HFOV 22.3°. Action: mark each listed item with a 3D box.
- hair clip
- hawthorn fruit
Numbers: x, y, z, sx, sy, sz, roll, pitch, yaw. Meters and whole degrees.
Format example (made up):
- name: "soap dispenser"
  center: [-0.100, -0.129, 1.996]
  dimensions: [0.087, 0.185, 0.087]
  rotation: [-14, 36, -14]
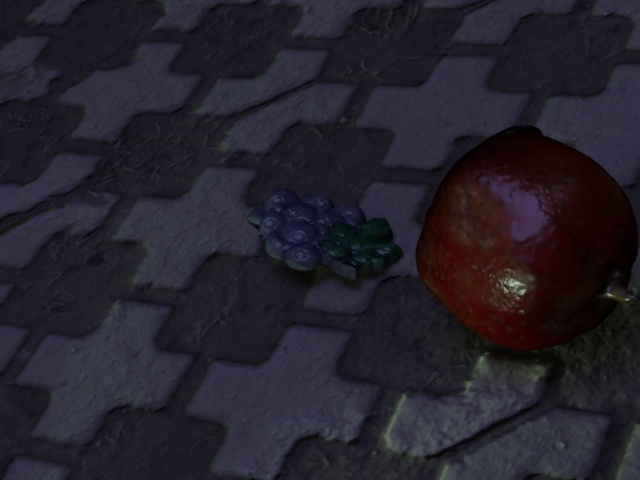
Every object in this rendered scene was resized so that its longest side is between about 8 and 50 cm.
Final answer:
- name: "hair clip"
  center: [0.001, 0.001, 1.858]
  dimensions: [0.195, 0.052, 0.124]
  rotation: [16, 47, 27]
- name: "hawthorn fruit"
  center: [0.220, 0.010, 1.632]
  dimensions: [0.249, 0.215, 0.215]
  rotation: [29, 60, 32]
